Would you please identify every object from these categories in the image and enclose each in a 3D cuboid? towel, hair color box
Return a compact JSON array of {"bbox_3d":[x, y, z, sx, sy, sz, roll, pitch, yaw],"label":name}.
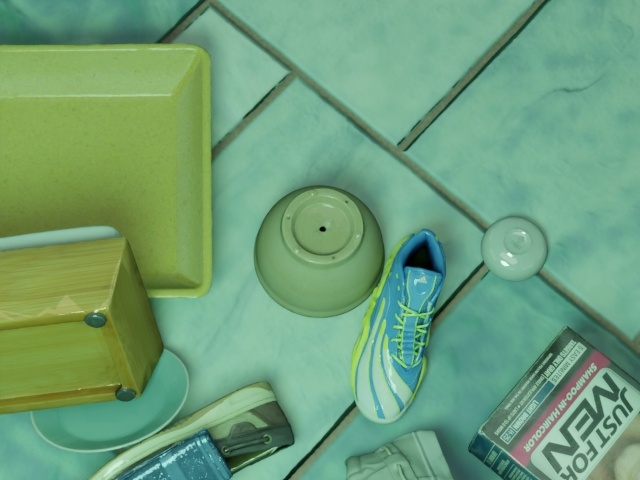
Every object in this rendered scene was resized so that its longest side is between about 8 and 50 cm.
[{"bbox_3d":[-0.162,0.264,1.812,0.119,0.029,0.067,-30,96,-6],"label":"towel"},{"bbox_3d":[0.360,0.277,1.886,0.347,0.105,0.174,39,73,10],"label":"hair color box"}]

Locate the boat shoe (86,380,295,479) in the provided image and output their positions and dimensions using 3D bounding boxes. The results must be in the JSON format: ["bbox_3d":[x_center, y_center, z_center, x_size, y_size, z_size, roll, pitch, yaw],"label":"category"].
[{"bbox_3d":[-0.158,0.265,1.872,0.285,0.103,0.092,-30,70,-18],"label":"boat shoe"}]

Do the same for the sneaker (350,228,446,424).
[{"bbox_3d":[0.092,0.091,1.930,0.091,0.126,0.240,12,70,2],"label":"sneaker"}]

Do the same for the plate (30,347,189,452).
[{"bbox_3d":[-0.242,0.186,1.900,0.188,0.024,0.188,-7,36,5],"label":"plate"}]

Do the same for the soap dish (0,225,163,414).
[{"bbox_3d":[-0.337,0.100,1.838,0.291,0.229,0.118,-7,53,2],"label":"soap dish"}]

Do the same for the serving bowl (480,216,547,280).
[{"bbox_3d":[0.240,0.007,2.020,0.083,0.027,0.083,1,69,-3],"label":"serving bowl"}]

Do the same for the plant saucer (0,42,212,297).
[{"bbox_3d":[-0.298,-0.074,2.000,0.333,0.081,0.332,0,70,-3],"label":"plant saucer"}]

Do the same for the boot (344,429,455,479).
[{"bbox_3d":[0.097,0.307,1.817,0.123,0.258,0.095,-18,113,-1],"label":"boot"}]

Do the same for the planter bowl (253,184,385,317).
[{"bbox_3d":[0.000,0.000,1.970,0.162,0.109,0.162,1,69,-2],"label":"planter bowl"}]
